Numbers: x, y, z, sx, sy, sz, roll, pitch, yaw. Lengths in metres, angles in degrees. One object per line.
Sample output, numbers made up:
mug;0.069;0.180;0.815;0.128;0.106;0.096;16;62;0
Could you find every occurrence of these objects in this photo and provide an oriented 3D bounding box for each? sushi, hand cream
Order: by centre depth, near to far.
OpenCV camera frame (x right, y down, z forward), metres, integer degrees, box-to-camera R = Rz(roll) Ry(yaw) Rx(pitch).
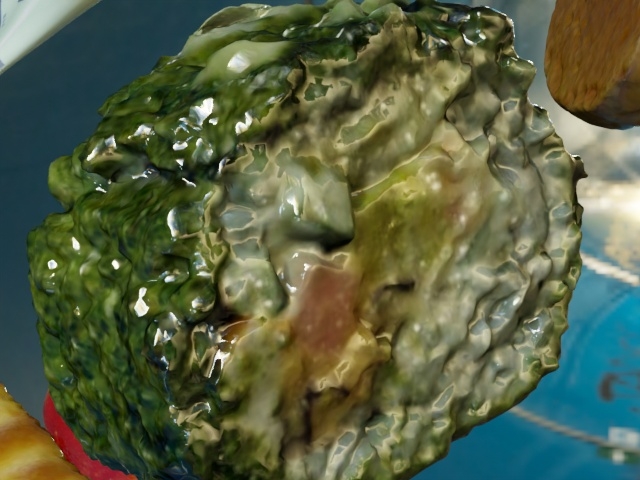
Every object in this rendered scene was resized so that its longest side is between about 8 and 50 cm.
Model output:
sushi;0.000;0.000;0.868;0.352;0.178;0.294;-28;-65;-33
hand cream;-0.278;-0.214;1.325;0.067;0.320;0.109;31;-140;-38

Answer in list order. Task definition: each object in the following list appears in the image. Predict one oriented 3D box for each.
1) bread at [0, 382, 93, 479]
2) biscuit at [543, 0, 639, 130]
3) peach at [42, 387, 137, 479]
bread;-0.051;0.141;0.355;0.096;0.222;0.181;-38;-52;-17
biscuit;0.152;-0.183;0.536;0.208;0.041;0.291;-116;41;-74
peach;-0.160;0.150;1.376;0.200;0.243;0.243;86;-164;-47
